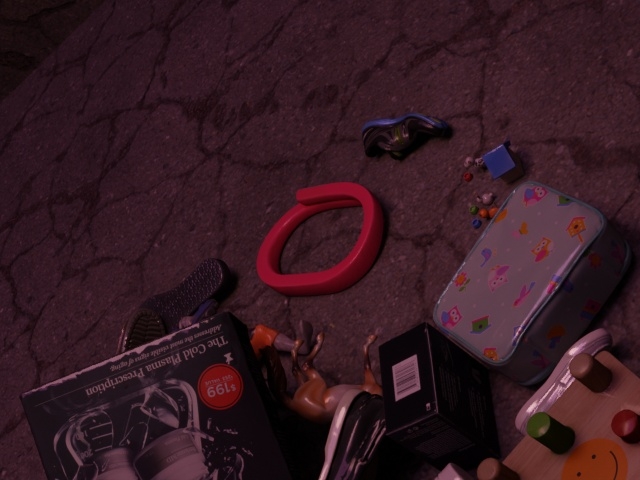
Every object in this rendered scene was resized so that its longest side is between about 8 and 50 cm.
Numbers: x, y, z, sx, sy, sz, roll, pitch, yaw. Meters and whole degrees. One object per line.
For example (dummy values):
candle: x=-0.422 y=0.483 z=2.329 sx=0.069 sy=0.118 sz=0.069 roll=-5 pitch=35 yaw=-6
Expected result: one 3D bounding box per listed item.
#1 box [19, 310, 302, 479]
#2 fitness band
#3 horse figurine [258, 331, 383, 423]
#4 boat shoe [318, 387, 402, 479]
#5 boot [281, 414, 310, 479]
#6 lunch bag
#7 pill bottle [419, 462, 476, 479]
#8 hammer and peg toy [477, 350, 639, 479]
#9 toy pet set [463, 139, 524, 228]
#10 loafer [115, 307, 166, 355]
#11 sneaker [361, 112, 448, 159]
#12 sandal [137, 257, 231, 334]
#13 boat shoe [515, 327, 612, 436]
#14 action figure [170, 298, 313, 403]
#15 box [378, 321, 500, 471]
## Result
box: x=-0.229 y=0.319 z=1.894 sx=0.343 sy=0.179 sz=0.312 roll=-22 pitch=79 yaw=0
fitness band: x=0.000 y=0.000 z=2.242 sx=0.291 sy=0.054 sz=0.209 roll=-7 pitch=59 yaw=46
horse figurine: x=0.031 y=0.227 z=1.934 sx=0.263 sy=0.066 sz=0.174 roll=4 pitch=57 yaw=4
boat shoe: x=0.058 y=0.389 z=1.790 sx=0.113 sy=0.127 sz=0.340 roll=8 pitch=75 yaw=31
boot: x=-0.042 y=0.349 z=2.007 sx=0.114 sy=0.037 sz=0.106 roll=35 pitch=102 yaw=57
lunch bag: x=0.304 y=0.055 z=1.809 sx=0.279 sy=0.108 sz=0.224 roll=-54 pitch=33 yaw=-2
pill bottle: x=0.138 y=0.409 z=1.693 sx=0.215 sy=0.117 sz=0.117 roll=-50 pitch=36 yaw=5
hammer and peg toy: x=0.384 y=0.255 z=1.539 sx=0.361 sy=0.127 sz=0.266 roll=-49 pitch=36 yaw=6
toy pet set: x=0.268 y=-0.104 z=2.015 sx=0.114 sy=0.065 sz=0.122 roll=-32 pitch=41 yaw=26
loafer: x=-0.362 y=0.251 z=2.371 sx=0.087 sy=0.094 sz=0.251 roll=-11 pitch=66 yaw=52
sneaker: x=0.152 y=-0.183 z=2.223 sx=0.188 sy=0.067 sz=0.078 roll=-7 pitch=77 yaw=43
sandal: x=-0.264 y=0.129 z=2.420 sx=0.254 sy=0.054 sz=0.097 roll=-33 pitch=63 yaw=26
boat shoe: x=0.341 y=0.203 z=1.689 sx=0.184 sy=0.066 sz=0.063 roll=-48 pitch=50 yaw=4
action figure: x=-0.206 y=0.252 z=2.161 sx=0.330 sy=0.178 sz=0.341 roll=-12 pitch=27 yaw=48
box: x=0.168 y=0.228 z=1.773 sx=0.093 sy=0.158 sz=0.156 roll=-30 pitch=42 yaw=28
